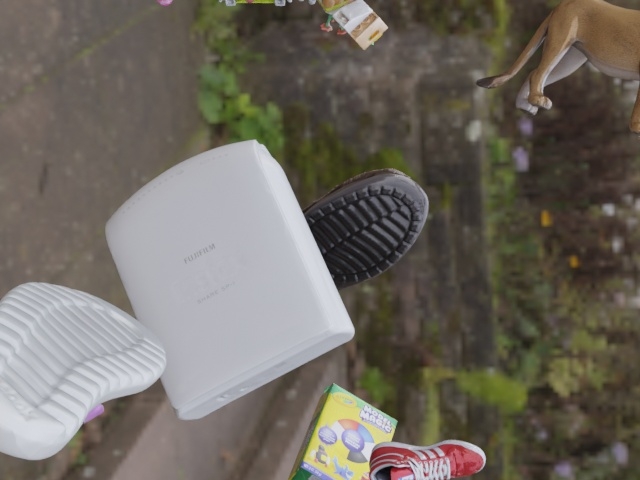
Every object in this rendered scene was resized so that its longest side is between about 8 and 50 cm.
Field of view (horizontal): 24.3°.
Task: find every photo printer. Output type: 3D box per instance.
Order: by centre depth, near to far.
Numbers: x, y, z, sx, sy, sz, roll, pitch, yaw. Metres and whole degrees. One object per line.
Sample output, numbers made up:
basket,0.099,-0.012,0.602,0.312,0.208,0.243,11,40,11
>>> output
photo printer,-0.126,0.038,1.897,0.307,0.256,0.107,67,13,19

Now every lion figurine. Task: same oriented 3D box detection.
lion figurine,0.416,-0.269,2.053,0.142,0.392,0.240,20,90,-59

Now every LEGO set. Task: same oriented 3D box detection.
LEGO set,-0.041,-0.270,1.649,0.132,0.287,0.107,-58,157,-33

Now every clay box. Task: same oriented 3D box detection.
clay box,0.041,0.324,2.371,0.053,0.127,0.222,-53,-171,42

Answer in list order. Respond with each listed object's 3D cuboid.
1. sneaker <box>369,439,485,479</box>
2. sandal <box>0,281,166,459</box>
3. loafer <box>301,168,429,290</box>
sneaker,0.106,0.232,1.502,0.067,0.118,0.042,-60,147,-70
sandal,-0.276,0.134,1.463,0.102,0.169,0.416,-54,175,12
loafer,0.000,0.000,2.066,0.134,0.366,0.130,45,33,-19
